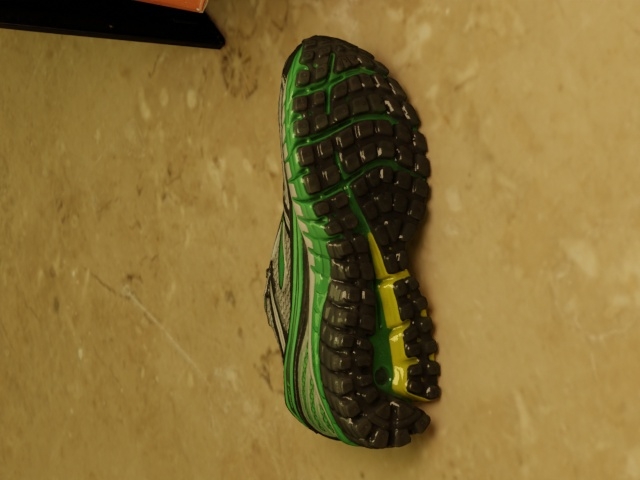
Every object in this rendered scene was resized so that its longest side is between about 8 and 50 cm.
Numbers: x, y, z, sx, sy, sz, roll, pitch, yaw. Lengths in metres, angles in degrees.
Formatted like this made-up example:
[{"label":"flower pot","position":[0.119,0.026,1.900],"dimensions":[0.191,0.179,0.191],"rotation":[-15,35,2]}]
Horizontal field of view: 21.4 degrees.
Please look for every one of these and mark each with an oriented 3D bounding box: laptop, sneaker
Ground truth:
[{"label":"laptop","position":[-0.375,-0.240,1.690],"dimensions":[0.408,0.382,0.236],"rotation":[55,130,37]},{"label":"sneaker","position":[0.000,0.000,1.408],"dimensions":[0.146,0.134,0.343],"rotation":[-6,85,52]}]

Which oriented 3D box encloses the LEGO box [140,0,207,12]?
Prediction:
[{"label":"LEGO box","position":[-0.295,-0.386,1.476],"dimensions":[0.500,0.372,0.193],"rotation":[-120,43,-64]}]
